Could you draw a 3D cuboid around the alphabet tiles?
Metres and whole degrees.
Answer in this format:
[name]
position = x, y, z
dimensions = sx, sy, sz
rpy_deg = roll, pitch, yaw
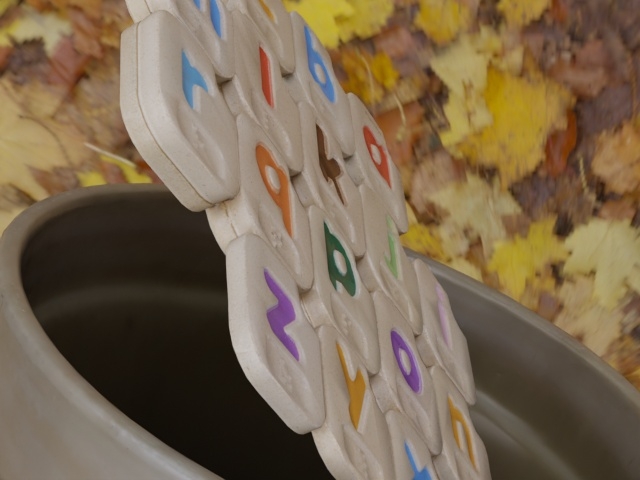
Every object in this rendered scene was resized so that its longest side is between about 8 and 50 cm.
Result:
[alphabet tiles]
position = 0.000, 0.000, 0.728
dimensions = 0.021, 0.284, 0.278
rpy_deg = -24, 40, 17

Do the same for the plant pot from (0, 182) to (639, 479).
[plant pot]
position = -0.027, 0.170, 0.786
dimensions = 0.323, 0.323, 0.280
rpy_deg = 24, 110, 9
